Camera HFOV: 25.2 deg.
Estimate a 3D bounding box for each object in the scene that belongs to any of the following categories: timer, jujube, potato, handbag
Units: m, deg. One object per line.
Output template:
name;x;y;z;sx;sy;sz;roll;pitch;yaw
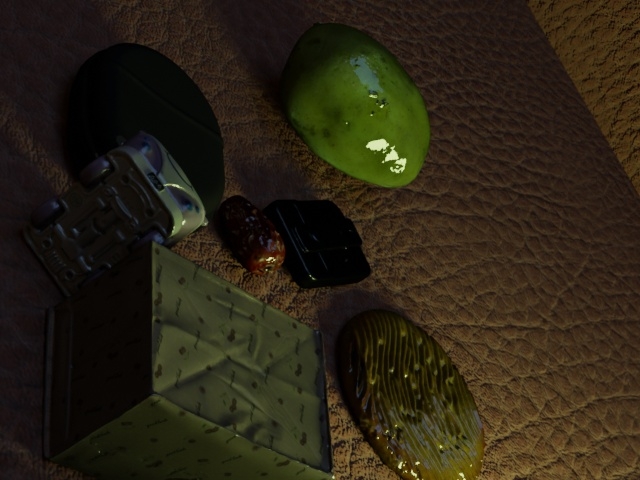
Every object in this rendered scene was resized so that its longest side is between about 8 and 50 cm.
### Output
timer;0.000;0.000;2.222;0.187;0.055;0.144;-4;63;-57
jujube;-0.102;-0.008;2.074;0.077;0.077;0.129;1;48;-55
potato;0.059;-0.222;2.386;0.304;0.216;0.216;47;29;-31
handbag;-0.234;-0.141;1.993;0.254;0.093;0.308;31;37;-34

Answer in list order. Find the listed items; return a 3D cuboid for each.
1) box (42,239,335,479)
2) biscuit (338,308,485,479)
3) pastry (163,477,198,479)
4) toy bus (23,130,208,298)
box;-0.153;0.178;1.694;0.297;0.190;0.225;29;40;-36
biscuit;0.145;0.244;2.197;0.318;0.040;0.318;36;35;-31
pastry;-0.145;0.352;1.535;0.189;0.188;0.103;52;32;-5
toy bus;-0.245;-0.032;1.759;0.142;0.202;0.142;56;27;2
